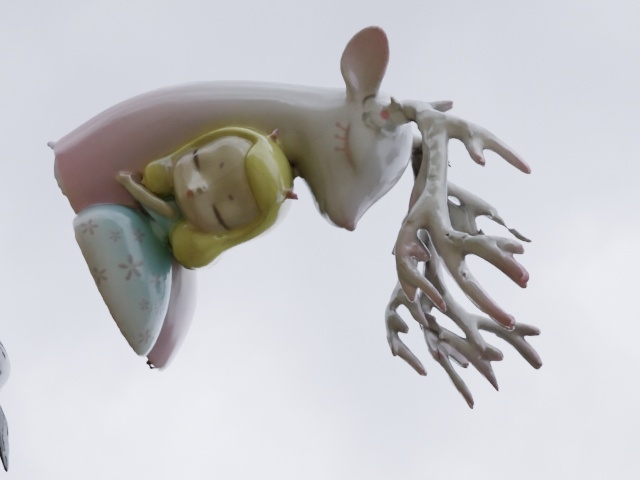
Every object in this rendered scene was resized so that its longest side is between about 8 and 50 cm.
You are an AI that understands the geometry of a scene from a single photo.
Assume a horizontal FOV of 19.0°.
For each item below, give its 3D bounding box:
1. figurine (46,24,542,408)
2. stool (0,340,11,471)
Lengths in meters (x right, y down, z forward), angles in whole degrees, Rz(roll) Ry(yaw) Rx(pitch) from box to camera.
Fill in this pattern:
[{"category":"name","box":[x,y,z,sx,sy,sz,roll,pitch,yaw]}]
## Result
[{"category":"figurine","box":[0.002,0.000,1.370,0.316,0.206,0.284,-25,-111,9]},{"category":"stool","box":[-0.248,0.053,0.829,0.228,0.139,0.153,24,-22,25]}]
